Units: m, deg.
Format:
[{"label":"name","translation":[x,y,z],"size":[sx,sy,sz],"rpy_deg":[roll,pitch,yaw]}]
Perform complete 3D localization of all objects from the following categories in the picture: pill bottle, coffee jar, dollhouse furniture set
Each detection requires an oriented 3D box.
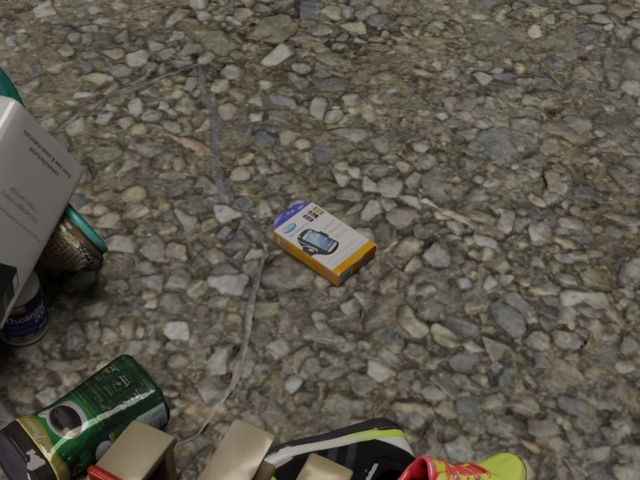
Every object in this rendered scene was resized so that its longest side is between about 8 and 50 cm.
[{"label":"pill bottle","translation":[-0.375,0.069,1.208],"size":[0.067,0.120,0.067],"rpy_deg":[1,47,-2]},{"label":"coffee jar","translation":[-0.269,0.213,1.109],"size":[0.184,0.079,0.096],"rpy_deg":[-30,58,-29]},{"label":"dollhouse furniture set","translation":[-0.101,0.289,0.926],"size":[0.259,0.262,0.135],"rpy_deg":[21,51,16]}]

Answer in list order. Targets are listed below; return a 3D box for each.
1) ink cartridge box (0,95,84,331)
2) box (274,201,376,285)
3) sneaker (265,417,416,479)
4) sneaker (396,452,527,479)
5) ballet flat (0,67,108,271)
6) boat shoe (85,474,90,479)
[{"label":"ink cartridge box","translation":[-0.493,0.021,1.098],"size":[0.285,0.166,0.395],"rpy_deg":[16,71,23]},{"label":"box","translation":[0.000,0.000,1.364],"size":[0.136,0.028,0.081],"rpy_deg":[33,53,28]},{"label":"sneaker","translation":[0.009,0.267,1.074],"size":[0.235,0.084,0.097],"rpy_deg":[-17,52,-19]},{"label":"sneaker","translation":[0.137,0.267,1.055],"size":[0.208,0.094,0.081],"rpy_deg":[-20,15,-29]},{"label":"ballet flat","translation":[-0.444,-0.074,1.340],"size":[0.182,0.164,0.483],"rpy_deg":[-36,50,-5]},{"label":"boat shoe","translation":[-0.216,0.325,1.011],"size":[0.073,0.073,0.207],"rpy_deg":[0,47,0]}]
